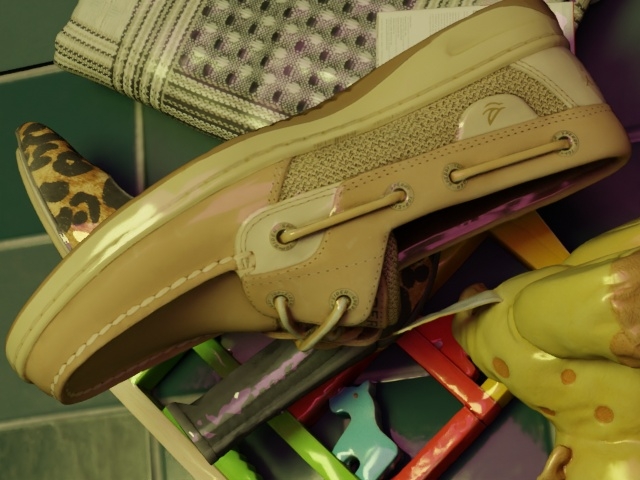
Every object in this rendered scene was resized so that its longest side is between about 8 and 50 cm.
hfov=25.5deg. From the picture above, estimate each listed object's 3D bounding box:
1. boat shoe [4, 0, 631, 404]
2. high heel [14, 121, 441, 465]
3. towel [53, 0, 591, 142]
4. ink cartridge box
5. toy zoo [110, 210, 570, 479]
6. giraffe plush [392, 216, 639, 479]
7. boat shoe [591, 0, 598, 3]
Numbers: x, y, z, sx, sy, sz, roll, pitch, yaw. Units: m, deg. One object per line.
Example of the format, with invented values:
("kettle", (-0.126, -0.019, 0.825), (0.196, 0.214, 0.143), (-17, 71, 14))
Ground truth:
("boat shoe", (0.000, 0.000, 0.732), (0.341, 0.121, 0.110), (-31, 76, -2))
("high heel", (-0.060, -0.015, 0.856), (0.186, 0.093, 0.261), (-35, 67, -8))
("towel", (0.024, -0.201, 0.892), (0.312, 0.056, 0.324), (25, 83, 20))
("ink cartridge box", (0.091, -0.103, 0.823), (0.115, 0.029, 0.062), (-2, 78, 12))
("toy zoo", (0.033, 0.047, 0.867), (0.293, 0.030, 0.192), (-46, 68, -2))
("giraffe plush", (0.167, 0.087, 0.743), (0.210, 0.181, 0.170), (-22, 92, 8))
("boat shoe", (0.134, -0.167, 0.908), (0.100, 0.035, 0.035), (-9, 45, 16))
